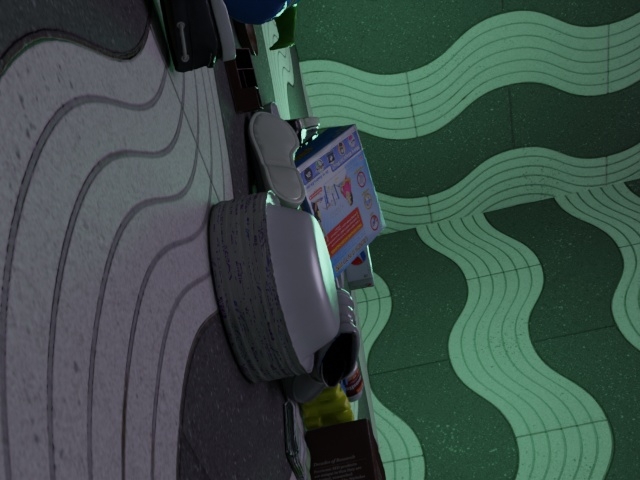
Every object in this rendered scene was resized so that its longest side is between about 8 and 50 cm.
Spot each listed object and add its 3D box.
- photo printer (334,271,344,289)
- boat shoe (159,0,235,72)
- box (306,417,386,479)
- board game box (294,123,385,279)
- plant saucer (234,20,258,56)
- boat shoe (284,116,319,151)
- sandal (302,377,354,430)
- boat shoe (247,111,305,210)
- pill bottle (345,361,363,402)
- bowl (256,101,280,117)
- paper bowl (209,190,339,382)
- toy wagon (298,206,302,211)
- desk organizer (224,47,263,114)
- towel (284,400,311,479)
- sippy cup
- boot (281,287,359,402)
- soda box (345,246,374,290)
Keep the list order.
[{"bbox_3d":[0.000,0.000,2.250,0.307,0.107,0.255,-80,158,-77],"label":"photo printer"},{"bbox_3d":[-0.196,-0.374,1.058,0.114,0.091,0.302,-141,-148,-65],"label":"boat shoe"},{"bbox_3d":[0.066,0.548,1.480,0.381,0.143,0.191,-94,170,-50],"label":"box"},{"bbox_3d":[0.027,-0.100,2.017,0.308,0.086,0.301,-42,121,-48],"label":"board game box"},{"bbox_3d":[-0.186,-0.527,1.925,0.168,0.029,0.168,-13,90,-84],"label":"plant saucer"},{"bbox_3d":[-0.068,-0.250,2.152,0.340,0.127,0.158,-42,127,-75],"label":"boat shoe"},{"bbox_3d":[-0.006,0.239,1.587,0.138,0.126,0.317,-95,-179,-62],"label":"sandal"},{"bbox_3d":[-0.106,-0.154,1.665,0.319,0.116,0.099,-104,-146,-45],"label":"boat shoe"},{"bbox_3d":[0.074,0.390,2.236,0.152,0.086,0.086,72,8,-47],"label":"pill bottle"},{"bbox_3d":[-0.118,-0.252,1.868,0.142,0.053,0.142,-79,157,-78],"label":"bowl"},{"bbox_3d":[-0.060,0.064,1.206,0.284,0.148,0.284,-12,90,-84],"label":"paper bowl"},{"bbox_3d":[-0.061,0.013,1.761,0.267,0.068,0.344,-58,136,-83],"label":"toy wagon"},{"bbox_3d":[-0.158,-0.325,1.610,0.047,0.050,0.130,-54,132,-84],"label":"desk organizer"},{"bbox_3d":[-0.035,0.372,1.414,0.113,0.023,0.152,-96,172,-48],"label":"towel"},{"bbox_3d":[-0.130,-0.568,1.677,0.305,0.240,0.224,36,33,-16],"label":"sippy cup"},{"bbox_3d":[-0.002,0.212,1.356,0.123,0.095,0.258,-103,-155,-55],"label":"boot"},{"bbox_3d":[0.099,0.028,2.251,0.069,0.074,0.216,72,9,-62],"label":"soda box"}]
